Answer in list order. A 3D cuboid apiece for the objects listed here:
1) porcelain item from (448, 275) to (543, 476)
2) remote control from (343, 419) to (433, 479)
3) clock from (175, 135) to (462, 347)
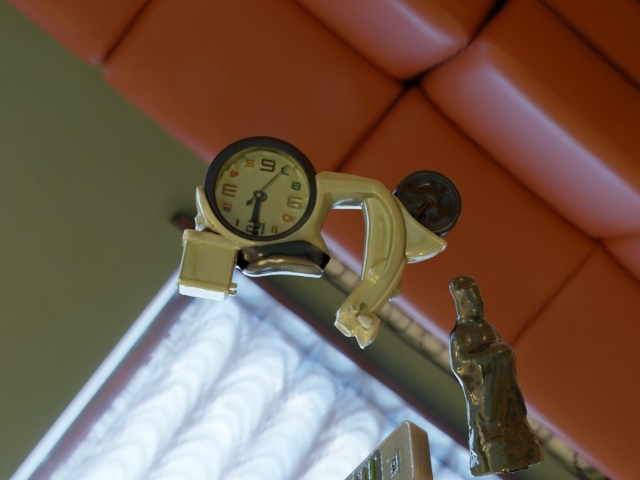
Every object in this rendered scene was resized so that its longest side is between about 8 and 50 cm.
[{"bbox_3d":[0.181,0.142,1.258,0.069,0.081,0.215,-26,74,64],"label":"porcelain item"},{"bbox_3d":[0.030,0.300,1.237,0.034,0.250,0.103,31,-152,-18],"label":"remote control"},{"bbox_3d":[0.000,0.000,1.660,0.379,0.276,0.120,13,163,0],"label":"clock"}]
